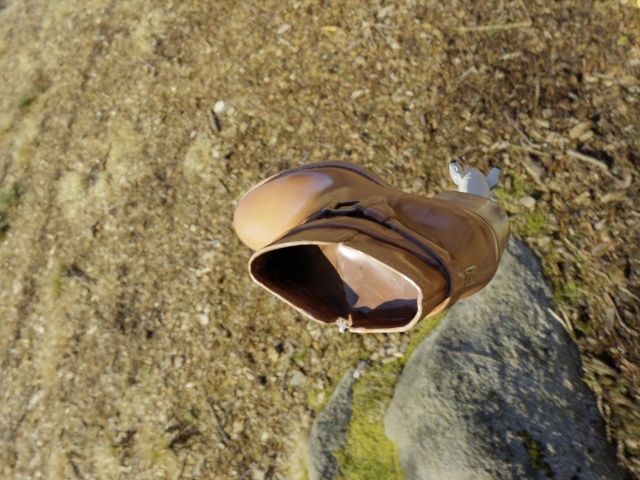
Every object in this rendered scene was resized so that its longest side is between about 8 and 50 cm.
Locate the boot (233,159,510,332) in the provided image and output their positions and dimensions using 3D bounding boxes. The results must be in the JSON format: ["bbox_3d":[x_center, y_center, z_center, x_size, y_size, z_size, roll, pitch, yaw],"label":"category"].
[{"bbox_3d":[0.000,0.000,0.402,0.197,0.152,0.073,2,105,29],"label":"boot"}]

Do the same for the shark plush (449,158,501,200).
[{"bbox_3d":[0.221,-0.044,0.997,0.073,0.067,0.161,0,53,-2],"label":"shark plush"}]

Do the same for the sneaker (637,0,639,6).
[{"bbox_3d":[0.544,-0.315,0.973,0.225,0.088,0.093,43,133,25],"label":"sneaker"}]
